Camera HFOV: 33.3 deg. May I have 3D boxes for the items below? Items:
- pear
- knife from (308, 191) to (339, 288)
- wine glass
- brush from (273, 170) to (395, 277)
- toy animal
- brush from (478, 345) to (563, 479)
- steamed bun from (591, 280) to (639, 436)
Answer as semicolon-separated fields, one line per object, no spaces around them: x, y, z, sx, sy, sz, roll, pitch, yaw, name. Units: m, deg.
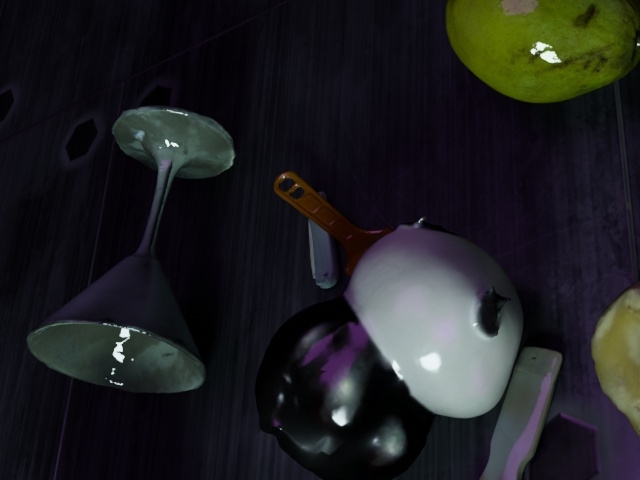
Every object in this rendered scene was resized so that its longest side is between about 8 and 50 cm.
0.282;-0.274;1.344;0.269;0.212;0.212;17;78;38;pear
0.000;0.000;1.566;0.044;0.023;0.162;-29;50;26;knife
-0.265;0.010;1.653;0.267;0.267;0.406;-14;52;36;wine glass
0.024;-0.021;1.538;0.090;0.017;0.314;-46;49;-4;brush
0.091;0.128;1.267;0.310;0.251;0.251;-50;43;17;toy animal
0.197;0.268;1.213;0.060;0.050;0.321;6;69;48;brush
0.441;0.141;0.975;0.189;0.247;0.428;-15;34;-19;steamed bun
